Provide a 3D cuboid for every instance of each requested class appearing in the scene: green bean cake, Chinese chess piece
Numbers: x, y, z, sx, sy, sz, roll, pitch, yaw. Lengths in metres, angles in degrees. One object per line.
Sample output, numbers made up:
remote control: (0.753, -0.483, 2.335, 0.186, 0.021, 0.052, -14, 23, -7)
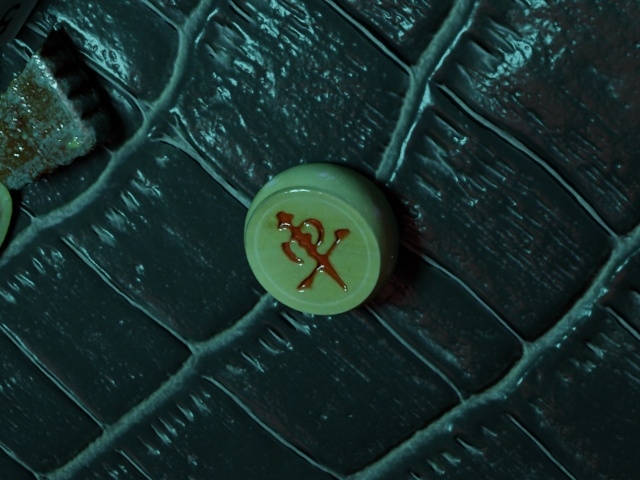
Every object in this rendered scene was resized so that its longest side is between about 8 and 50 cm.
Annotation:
green bean cake: (-0.469, -0.206, 1.937, 0.233, 0.097, 0.198, -27, 104, 29)
Chinese chess piece: (0.000, 0.000, 1.861, 0.251, 0.097, 0.250, 9, 118, 17)

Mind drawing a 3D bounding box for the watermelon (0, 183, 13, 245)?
watermelon: (-0.643, -0.056, 2.063, 0.128, 0.159, 0.303, 47, 129, 30)

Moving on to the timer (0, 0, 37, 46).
timer: (-0.548, -0.412, 1.810, 0.192, 0.194, 0.195, 41, 120, -2)
